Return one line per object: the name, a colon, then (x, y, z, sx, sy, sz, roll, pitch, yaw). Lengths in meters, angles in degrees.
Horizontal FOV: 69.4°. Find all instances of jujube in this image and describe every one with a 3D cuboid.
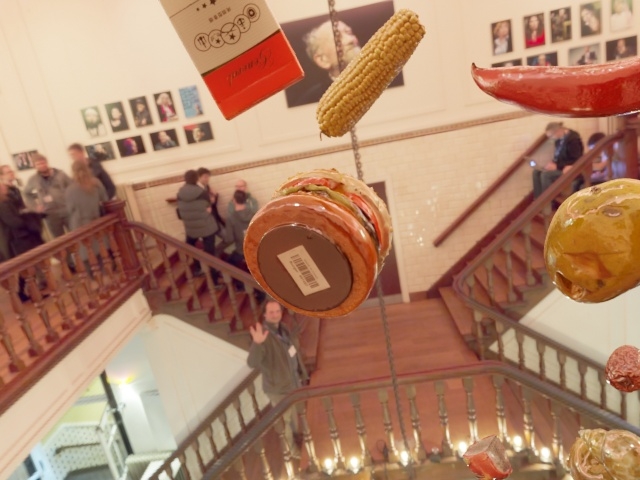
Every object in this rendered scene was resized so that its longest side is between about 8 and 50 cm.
jujube: (0.946, 0.390, 1.425, 0.112, 0.109, 0.176, 1, 21, 37)

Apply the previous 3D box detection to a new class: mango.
mango: (0.674, 0.016, 1.101, 0.253, 0.365, 0.182, 31, 58, 28)

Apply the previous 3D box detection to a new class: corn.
corn: (0.093, -0.341, 0.974, 0.310, 0.101, 0.101, -49, 6, 17)

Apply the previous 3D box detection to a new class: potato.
potato: (0.681, 0.565, 1.106, 0.117, 0.182, 0.202, 5, 20, -34)

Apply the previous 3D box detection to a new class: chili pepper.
chili pepper: (0.427, -0.251, 0.707, 0.368, 0.092, 0.137, 1, 61, 13)

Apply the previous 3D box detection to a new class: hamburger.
hamburger: (0.000, 0.000, 1.101, 0.329, 0.330, 0.250, -3, 28, 27)

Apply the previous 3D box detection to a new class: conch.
conch: (0.649, 0.470, 0.970, 0.106, 0.173, 0.116, -49, -19, 24)

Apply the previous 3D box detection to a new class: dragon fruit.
dragon fruit: (0.273, 0.362, 0.754, 0.056, 0.060, 0.083, -38, -17, 24)

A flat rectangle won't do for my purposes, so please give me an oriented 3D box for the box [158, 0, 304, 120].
box: (-0.138, -0.312, 0.655, 0.139, 0.245, 0.035, -29, 11, 5)
